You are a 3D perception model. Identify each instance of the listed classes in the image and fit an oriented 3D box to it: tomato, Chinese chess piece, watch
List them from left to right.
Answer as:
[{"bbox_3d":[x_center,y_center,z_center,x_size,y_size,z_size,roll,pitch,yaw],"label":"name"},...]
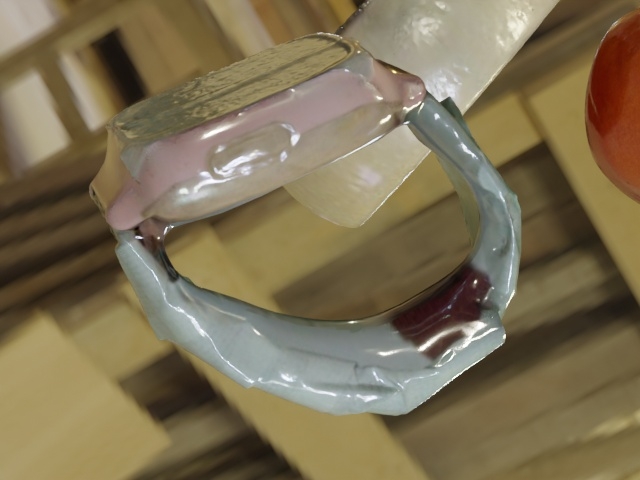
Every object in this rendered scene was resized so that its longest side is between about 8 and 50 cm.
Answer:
[{"bbox_3d":[0.000,0.000,1.245,0.162,0.253,0.241,-131,-161,-71],"label":"watch"},{"bbox_3d":[0.084,-0.167,1.783,0.140,0.338,0.338,40,7,-2],"label":"Chinese chess piece"},{"bbox_3d":[0.361,-0.105,1.786,0.260,0.180,0.260,26,0,0],"label":"tomato"}]
